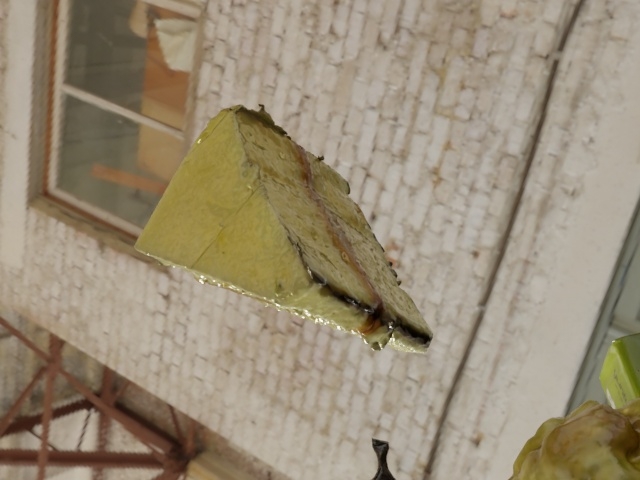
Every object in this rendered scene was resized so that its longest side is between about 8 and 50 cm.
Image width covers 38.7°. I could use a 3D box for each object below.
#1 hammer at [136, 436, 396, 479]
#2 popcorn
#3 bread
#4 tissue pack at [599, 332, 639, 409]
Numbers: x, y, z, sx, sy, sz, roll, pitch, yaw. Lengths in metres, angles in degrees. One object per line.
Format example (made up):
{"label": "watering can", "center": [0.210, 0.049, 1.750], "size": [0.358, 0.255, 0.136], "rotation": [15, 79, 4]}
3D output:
{"label": "hammer", "center": [-0.036, 0.225, 0.789], "size": [0.297, 0.027, 0.125], "rotation": [16, -121, -41]}
{"label": "popcorn", "center": [0.306, 0.289, 0.862], "size": [0.252, 0.286, 0.215], "rotation": [-54, -13, 16]}
{"label": "bread", "center": [0.000, 0.000, 0.949], "size": [0.263, 0.236, 0.198], "rotation": [28, -92, -50]}
{"label": "tissue pack", "center": [0.482, 0.244, 1.091], "size": [0.167, 0.200, 0.274], "rotation": [76, -178, -60]}
